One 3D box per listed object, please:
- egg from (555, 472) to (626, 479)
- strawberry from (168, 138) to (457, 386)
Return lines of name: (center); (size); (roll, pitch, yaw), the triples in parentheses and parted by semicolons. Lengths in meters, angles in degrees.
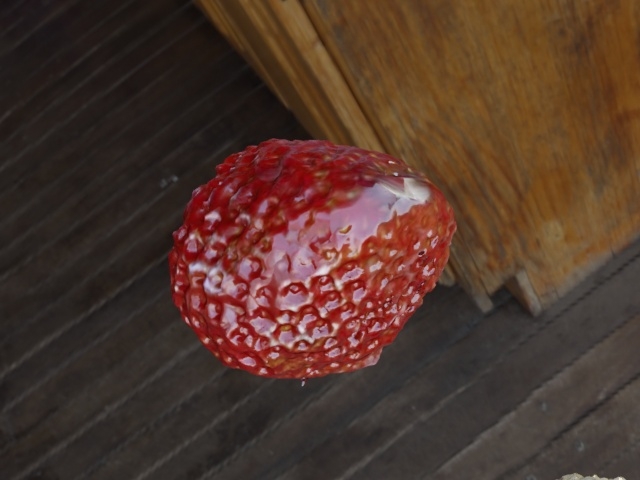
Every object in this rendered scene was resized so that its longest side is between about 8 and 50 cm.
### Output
egg: (0.307, 0.405, 1.030); (0.279, 0.310, 0.279); (-13, 24, 6)
strawberry: (-0.006, -0.002, 1.043); (0.291, 0.292, 0.309); (58, 134, 40)
